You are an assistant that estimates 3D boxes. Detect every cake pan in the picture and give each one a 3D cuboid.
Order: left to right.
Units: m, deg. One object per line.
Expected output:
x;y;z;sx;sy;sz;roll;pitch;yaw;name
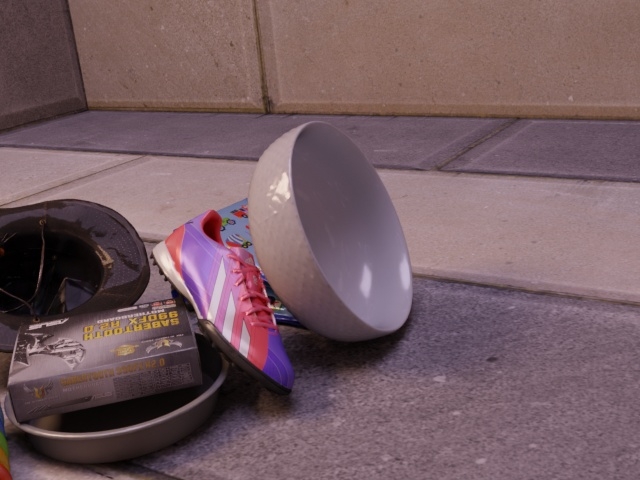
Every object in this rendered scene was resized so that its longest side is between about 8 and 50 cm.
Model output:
-0.263;0.203;1.096;0.293;0.054;0.293;-5;19;2;cake pan

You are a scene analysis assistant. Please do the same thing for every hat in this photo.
-0.437;0.082;1.296;0.331;0.134;0.331;6;45;-6;hat

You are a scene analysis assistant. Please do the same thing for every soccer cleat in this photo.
-0.118;0.078;1.130;0.116;0.108;0.318;-44;53;-1;soccer cleat

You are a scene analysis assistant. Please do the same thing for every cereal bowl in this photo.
0.000;0.000;1.239;0.141;0.339;0.339;-23;10;27;cereal bowl

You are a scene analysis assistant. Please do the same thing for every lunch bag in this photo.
-0.073;0.046;1.417;0.293;0.138;0.221;17;25;25;lunch bag

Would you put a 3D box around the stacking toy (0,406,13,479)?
-0.403;0.250;0.909;0.141;0.141;0.330;-15;27;-26;stacking toy

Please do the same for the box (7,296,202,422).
-0.281;0.149;1.084;0.230;0.056;0.183;-10;19;-12;box
